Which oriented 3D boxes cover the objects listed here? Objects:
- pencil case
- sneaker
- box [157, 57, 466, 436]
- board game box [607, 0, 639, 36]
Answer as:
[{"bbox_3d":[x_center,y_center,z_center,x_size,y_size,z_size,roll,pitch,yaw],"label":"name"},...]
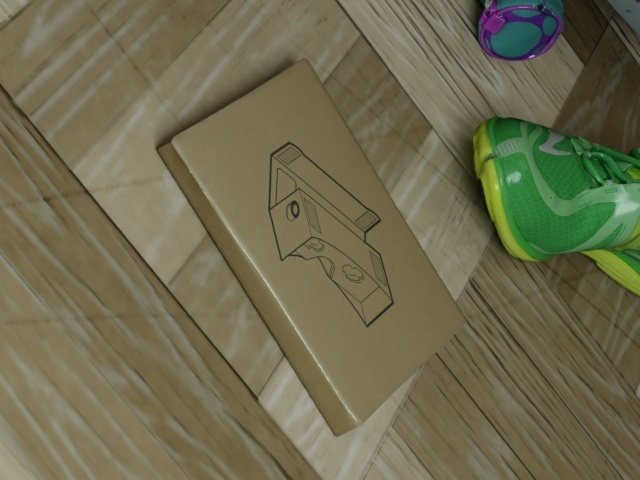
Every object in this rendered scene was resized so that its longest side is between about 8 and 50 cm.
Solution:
[{"bbox_3d":[0.144,-0.215,1.481,0.070,0.064,0.151,22,49,-38],"label":"pencil case"},{"bbox_3d":[0.217,-0.036,1.395,0.295,0.123,0.109,17,54,-45],"label":"sneaker"},{"bbox_3d":[0.000,0.000,1.186,0.201,0.021,0.164,59,35,-5],"label":"box"},{"bbox_3d":[0.257,-0.303,1.533,0.303,0.097,0.224,36,52,-42],"label":"board game box"}]
